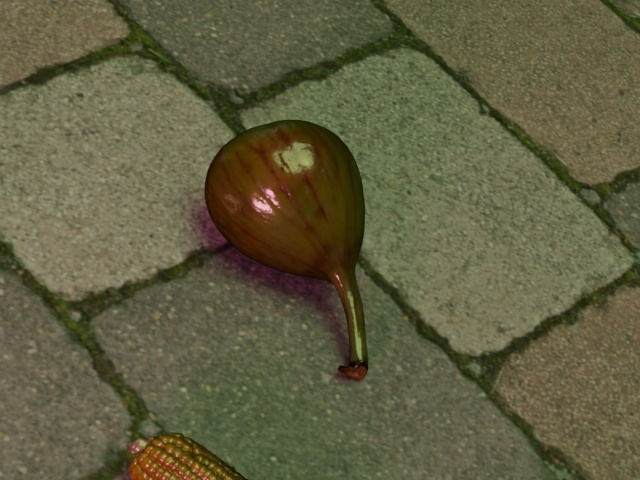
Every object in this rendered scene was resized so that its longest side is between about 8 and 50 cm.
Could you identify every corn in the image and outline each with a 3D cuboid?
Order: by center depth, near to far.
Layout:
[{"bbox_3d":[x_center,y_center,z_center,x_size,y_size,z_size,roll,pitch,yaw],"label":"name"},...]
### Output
[{"bbox_3d":[-0.076,0.233,1.478,0.207,0.068,0.068,35,43,5],"label":"corn"}]

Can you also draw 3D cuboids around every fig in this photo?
[{"bbox_3d":[0.000,0.000,1.689,0.151,0.151,0.259,-18,64,-39],"label":"fig"}]
